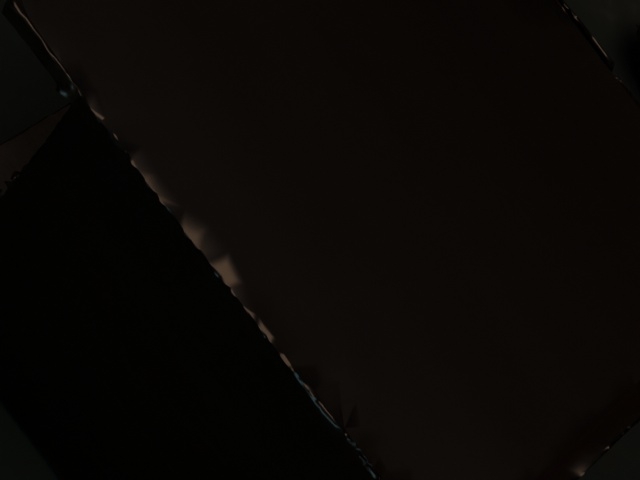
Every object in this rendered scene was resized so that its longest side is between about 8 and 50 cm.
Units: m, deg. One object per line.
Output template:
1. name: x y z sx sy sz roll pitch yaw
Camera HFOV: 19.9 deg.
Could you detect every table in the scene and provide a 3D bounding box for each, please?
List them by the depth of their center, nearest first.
1. table: 0.000 0.000 0.573 0.172 0.169 0.193 -37 87 -34

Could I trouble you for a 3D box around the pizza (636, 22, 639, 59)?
1. pizza: 0.236 -0.069 0.794 0.185 0.052 0.195 50 56 -4
